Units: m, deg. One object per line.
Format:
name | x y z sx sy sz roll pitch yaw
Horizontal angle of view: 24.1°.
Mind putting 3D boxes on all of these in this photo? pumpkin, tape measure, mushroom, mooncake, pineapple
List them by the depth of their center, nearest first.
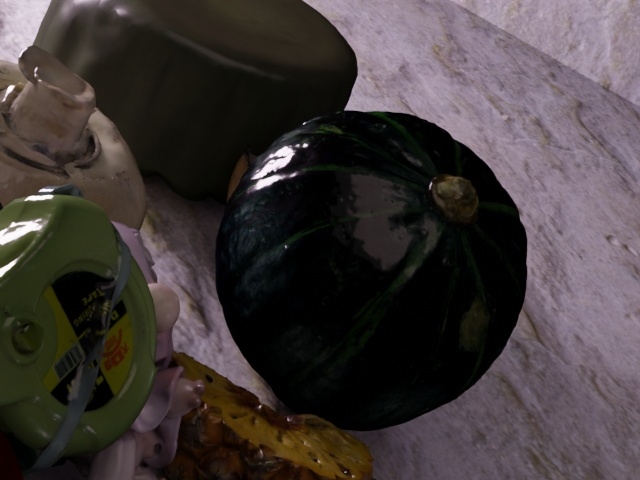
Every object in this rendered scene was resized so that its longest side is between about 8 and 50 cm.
tape measure | -0.190 0.063 0.999 0.175 0.106 0.200 63 38 -28
pineapple | -0.052 0.179 1.227 0.233 0.079 0.135 24 27 -15
mushroom | -0.264 -0.069 1.320 0.246 0.202 0.246 22 36 -17
pumpkin | 0.059 0.017 1.395 0.315 0.238 0.315 17 54 -25
mooncake | -0.145 -0.193 1.702 0.356 0.194 0.356 21 24 -10

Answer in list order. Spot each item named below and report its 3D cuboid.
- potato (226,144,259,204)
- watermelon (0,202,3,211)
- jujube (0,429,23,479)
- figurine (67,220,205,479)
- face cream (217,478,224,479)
potato | 0.000 0.000 1.609 0.243 0.098 0.138 16 34 -37
watermelon | -0.323 0.018 1.067 0.212 0.212 0.212 25 25 -12
jujube | -0.336 0.148 0.768 0.376 0.258 0.258 5 32 -20
figurine | -0.171 0.101 1.147 0.133 0.200 0.276 -5 66 -30
face cream | 0.014 0.271 1.125 0.250 0.077 0.077 29 24 -4
